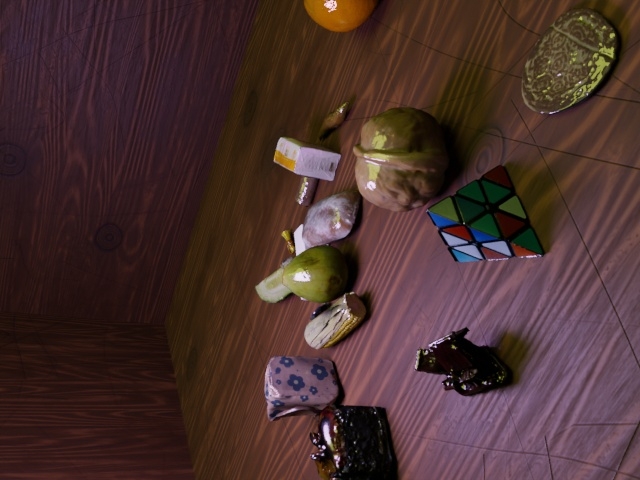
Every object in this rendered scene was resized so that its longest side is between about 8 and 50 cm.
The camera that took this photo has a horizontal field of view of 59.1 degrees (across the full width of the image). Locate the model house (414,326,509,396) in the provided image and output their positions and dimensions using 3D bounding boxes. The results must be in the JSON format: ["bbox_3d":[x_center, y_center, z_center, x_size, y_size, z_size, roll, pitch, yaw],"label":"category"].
[{"bbox_3d":[0.321,0.301,1.364,0.203,0.164,0.141,-50,35,48],"label":"model house"}]

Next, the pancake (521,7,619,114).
[{"bbox_3d":[0.554,-0.404,1.285,0.250,0.031,0.250,-30,55,55],"label":"pancake"}]

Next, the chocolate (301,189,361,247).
[{"bbox_3d":[0.022,-0.085,2.091,0.303,0.100,0.185,-21,54,56],"label":"chocolate"}]

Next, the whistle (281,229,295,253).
[{"bbox_3d":[-0.139,0.014,2.466,0.057,0.046,0.109,-43,49,29],"label":"whistle"}]

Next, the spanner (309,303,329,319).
[{"bbox_3d":[-0.011,0.250,1.964,0.087,0.024,0.316,-39,-6,-2],"label":"spanner"}]

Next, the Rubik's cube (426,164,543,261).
[{"bbox_3d":[0.353,-0.083,1.349,0.284,0.234,0.250,0,81,63],"label":"Rubik's cube"}]

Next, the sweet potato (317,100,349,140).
[{"bbox_3d":[0.046,-0.474,2.250,0.274,0.067,0.067,143,131,-60],"label":"sweet potato"}]

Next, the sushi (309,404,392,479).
[{"bbox_3d":[0.078,0.607,1.672,0.215,0.212,0.227,-27,57,58],"label":"sushi"}]

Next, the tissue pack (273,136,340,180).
[{"bbox_3d":[-0.057,-0.330,2.263,0.225,0.184,0.124,37,114,59],"label":"tissue pack"}]

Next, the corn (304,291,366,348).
[{"bbox_3d":[0.047,0.277,1.935,0.305,0.123,0.122,-48,39,44],"label":"corn"}]

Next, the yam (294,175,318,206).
[{"bbox_3d":[-0.059,-0.214,2.345,0.084,0.084,0.127,48,126,57],"label":"yam"}]

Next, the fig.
[{"bbox_3d":[-0.010,0.121,1.977,0.207,0.229,0.208,12,105,54],"label":"fig"}]

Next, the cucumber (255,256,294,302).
[{"bbox_3d":[-0.173,0.184,2.415,0.325,0.105,0.145,-34,79,54],"label":"cucumber"}]

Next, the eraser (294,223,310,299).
[{"bbox_3d":[-0.042,0.086,2.215,0.076,0.078,0.299,-45,44,48],"label":"eraser"}]

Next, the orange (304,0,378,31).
[{"bbox_3d":[0.075,-0.936,2.092,0.312,0.311,0.313,-29,56,56],"label":"orange"}]

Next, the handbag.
[{"bbox_3d":[-0.079,0.526,1.975,0.190,0.251,0.193,-106,27,-51],"label":"handbag"}]

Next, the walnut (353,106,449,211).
[{"bbox_3d":[0.228,-0.230,1.608,0.285,0.284,0.297,32,116,61],"label":"walnut"}]

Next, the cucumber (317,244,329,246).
[{"bbox_3d":[0.000,0.000,2.199,0.048,0.048,0.105,-66,27,26],"label":"cucumber"}]
